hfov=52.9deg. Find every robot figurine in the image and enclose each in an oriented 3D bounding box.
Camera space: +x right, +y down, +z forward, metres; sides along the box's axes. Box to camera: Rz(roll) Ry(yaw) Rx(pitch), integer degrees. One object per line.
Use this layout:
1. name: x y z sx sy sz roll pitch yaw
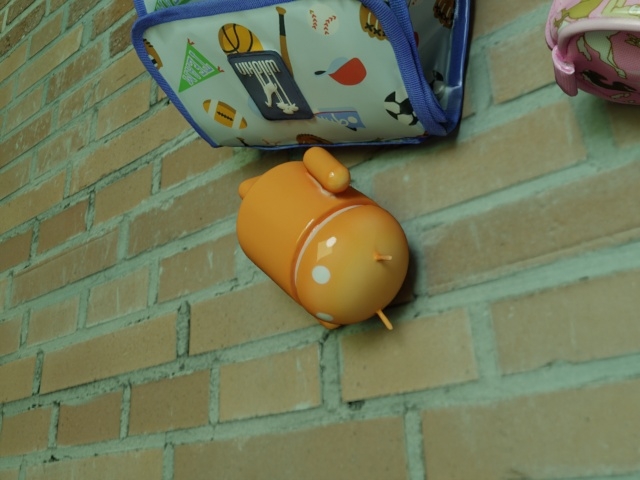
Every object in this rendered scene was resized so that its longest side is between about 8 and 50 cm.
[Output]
1. robot figurine: 0.000 -0.002 0.646 0.219 0.128 0.158 38 99 42

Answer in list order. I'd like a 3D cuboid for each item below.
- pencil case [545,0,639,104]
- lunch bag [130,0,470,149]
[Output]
1. pencil case: 0.288 -0.289 0.467 0.167 0.160 0.385 14 90 64
2. lunch bag: -0.030 -0.284 0.661 0.328 0.239 0.385 4 113 34
